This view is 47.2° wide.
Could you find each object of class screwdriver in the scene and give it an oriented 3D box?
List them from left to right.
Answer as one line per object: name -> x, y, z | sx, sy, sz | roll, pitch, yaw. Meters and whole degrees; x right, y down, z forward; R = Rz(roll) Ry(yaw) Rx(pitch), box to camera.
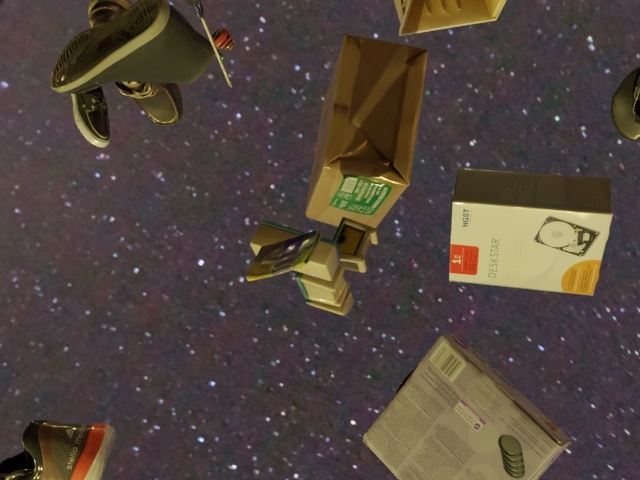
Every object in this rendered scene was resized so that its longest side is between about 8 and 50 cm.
screwdriver -> -0.144, -0.262, 0.901 | 0.025, 0.170, 0.024 | -4, -140, 14

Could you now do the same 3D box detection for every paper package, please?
paper package -> 0.085, -0.206, 1.492 | 0.325, 0.168, 0.309 | 119, -19, -72

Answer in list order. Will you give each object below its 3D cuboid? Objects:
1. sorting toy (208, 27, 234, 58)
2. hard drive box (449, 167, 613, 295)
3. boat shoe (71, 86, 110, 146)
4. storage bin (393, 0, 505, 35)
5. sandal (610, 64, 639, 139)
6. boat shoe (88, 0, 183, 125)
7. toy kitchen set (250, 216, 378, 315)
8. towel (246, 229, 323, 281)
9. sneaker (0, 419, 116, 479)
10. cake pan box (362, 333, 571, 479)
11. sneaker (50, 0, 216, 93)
sorting toy -> -0.215, -0.426, 1.589 | 0.061, 0.042, 0.102 | -54, -155, -2
hard drive box -> 0.327, -0.013, 1.166 | 0.232, 0.181, 0.089 | 5, -135, 14
boat shoe -> -0.342, -0.207, 1.091 | 0.040, 0.049, 0.142 | -35, -111, 35
storage bin -> 0.321, -0.634, 1.750 | 0.262, 0.260, 0.123 | -11, -107, -8
sandal -> 0.547, -0.256, 1.170 | 0.097, 0.254, 0.054 | 35, -126, 9
boat shoe -> -0.434, -0.389, 1.694 | 0.132, 0.355, 0.130 | -12, -133, 17
toy kitchen set -> 0.000, 0.000, 1.141 | 0.122, 0.207, 0.166 | 16, -114, 18
towel -> -0.041, 0.016, 0.794 | 0.083, 0.009, 0.060 | -15, -148, 33
sneaker -> -0.186, 0.165, 0.491 | 0.061, 0.065, 0.158 | -87, -158, -54
cake pan box -> 0.225, 0.321, 1.196 | 0.267, 0.070, 0.245 | 42, -73, 30
sneaker -> -0.252, -0.231, 0.979 | 0.222, 0.118, 0.083 | -17, -118, 29
